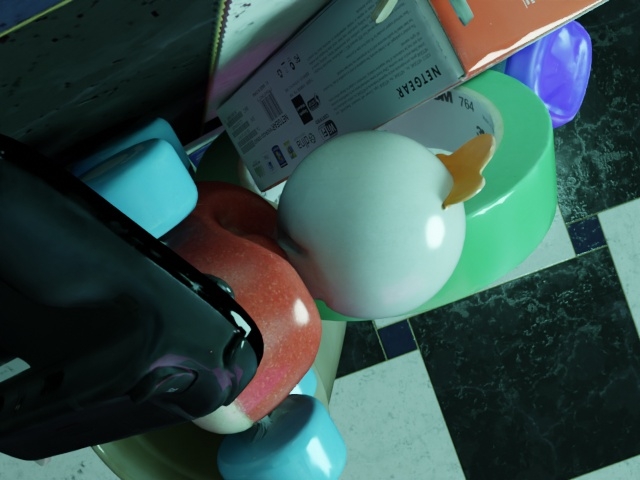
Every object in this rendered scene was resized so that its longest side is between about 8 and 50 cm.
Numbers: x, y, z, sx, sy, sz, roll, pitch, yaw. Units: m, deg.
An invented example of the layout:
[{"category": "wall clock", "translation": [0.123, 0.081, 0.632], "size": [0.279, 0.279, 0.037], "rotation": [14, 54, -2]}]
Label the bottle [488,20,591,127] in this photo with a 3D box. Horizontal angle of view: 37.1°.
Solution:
[{"category": "bottle", "translation": [0.157, -0.180, 1.035], "size": [0.092, 0.118, 0.282], "rotation": [15, 178, -35]}]

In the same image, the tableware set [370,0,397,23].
[{"category": "tableware set", "translation": [0.100, -0.165, 0.434], "size": [0.194, 0.039, 0.128], "rotation": [-29, -176, -1]}]

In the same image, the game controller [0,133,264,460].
[{"category": "game controller", "translation": [-0.163, 0.046, 0.485], "size": [0.319, 0.166, 0.067], "rotation": [-25, -157, 50]}]

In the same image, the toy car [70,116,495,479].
[{"category": "toy car", "translation": [0.000, 0.000, 0.589], "size": [0.237, 0.219, 0.210], "rotation": [-29, -164, -2]}]

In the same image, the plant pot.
[{"category": "plant pot", "translation": [-0.101, 0.134, 1.166], "size": [0.323, 0.323, 0.280], "rotation": [-26, -168, 35]}]

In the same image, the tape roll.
[{"category": "tape roll", "translation": [0.049, -0.058, 0.863], "size": [0.321, 0.077, 0.321], "rotation": [-9, -145, 6]}]

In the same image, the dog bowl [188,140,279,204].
[{"category": "dog bowl", "translation": [-0.055, -0.099, 1.188], "size": [0.264, 0.104, 0.265], "rotation": [-29, -177, 2]}]

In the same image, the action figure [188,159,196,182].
[{"category": "action figure", "translation": [-0.227, -0.010, 0.990], "size": [0.232, 0.064, 0.137], "rotation": [-33, 172, -1]}]

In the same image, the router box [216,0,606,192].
[{"category": "router box", "translation": [0.110, -0.166, 0.705], "size": [0.301, 0.082, 0.335], "rotation": [-31, -176, -23]}]

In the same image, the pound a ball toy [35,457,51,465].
[{"category": "pound a ball toy", "translation": [-0.358, 0.129, 1.177], "size": [0.208, 0.135, 0.319], "rotation": [-29, 143, -46]}]
